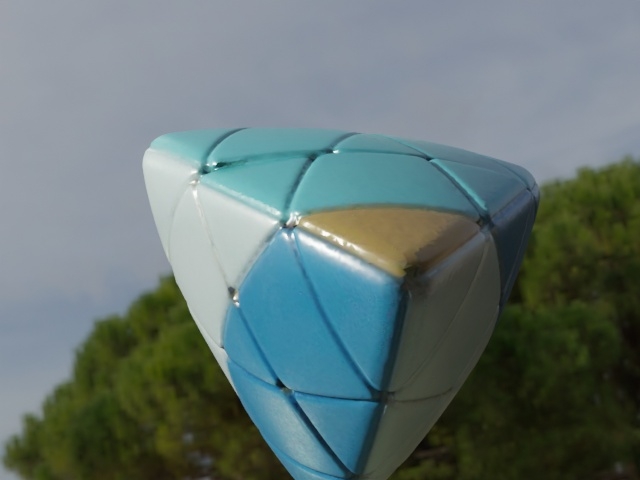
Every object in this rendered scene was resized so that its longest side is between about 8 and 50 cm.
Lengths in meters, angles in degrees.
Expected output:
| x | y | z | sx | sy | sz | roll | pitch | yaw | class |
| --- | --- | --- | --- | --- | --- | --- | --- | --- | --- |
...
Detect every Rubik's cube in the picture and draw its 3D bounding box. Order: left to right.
| x | y | z | sx | sy | sz | roll | pitch | yaw | class |
| --- | --- | --- | --- | --- | --- | --- | --- | --- | --- |
| 0.000 | 0.000 | 0.814 | 0.254 | 0.254 | 0.254 | -11 | -13 | -3 | Rubik's cube |
